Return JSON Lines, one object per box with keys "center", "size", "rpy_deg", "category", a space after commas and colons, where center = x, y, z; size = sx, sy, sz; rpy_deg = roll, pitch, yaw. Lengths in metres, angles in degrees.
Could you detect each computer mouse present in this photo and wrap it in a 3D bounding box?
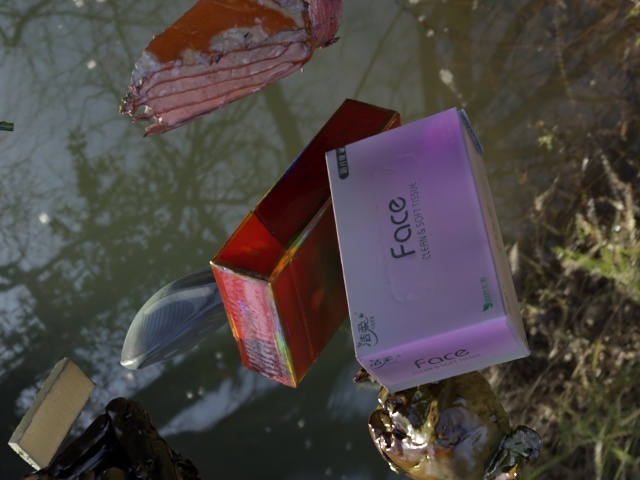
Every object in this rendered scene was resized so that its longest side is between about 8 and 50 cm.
{"center": [-0.156, 0.074, 1.507], "size": [0.379, 0.167, 0.090], "rpy_deg": [-33, 82, 17], "category": "computer mouse"}

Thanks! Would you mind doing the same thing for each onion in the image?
{"center": [-0.041, -0.387, 1.562], "size": [0.159, 0.159, 0.195], "rpy_deg": [23, 135, 22], "category": "onion"}

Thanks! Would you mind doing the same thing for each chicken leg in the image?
{"center": [0.131, 0.216, 1.183], "size": [0.211, 0.140, 0.361], "rpy_deg": [42, 170, 10], "category": "chicken leg"}

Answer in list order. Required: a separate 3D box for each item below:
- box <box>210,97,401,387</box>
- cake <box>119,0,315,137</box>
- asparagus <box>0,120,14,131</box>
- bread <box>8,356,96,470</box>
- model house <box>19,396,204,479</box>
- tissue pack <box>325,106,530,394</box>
{"center": [0.000, -0.001, 1.263], "size": [0.089, 0.313, 0.197], "rpy_deg": [18, 142, 25], "category": "box"}
{"center": [-0.115, -0.216, 1.202], "size": [0.135, 0.287, 0.098], "rpy_deg": [37, 153, 16], "category": "cake"}
{"center": [-0.502, -0.163, 1.391], "size": [0.016, 0.163, 0.016], "rpy_deg": [-10, 77, 64], "category": "asparagus"}
{"center": [-0.367, 0.237, 1.401], "size": [0.028, 0.153, 0.068], "rpy_deg": [-5, 133, 32], "category": "bread"}
{"center": [-0.196, 0.261, 0.830], "size": [0.297, 0.282, 0.317], "rpy_deg": [-7, 125, 19], "category": "model house"}
{"center": [0.102, 0.005, 0.989], "size": [0.148, 0.246, 0.092], "rpy_deg": [-18, 144, 15], "category": "tissue pack"}
